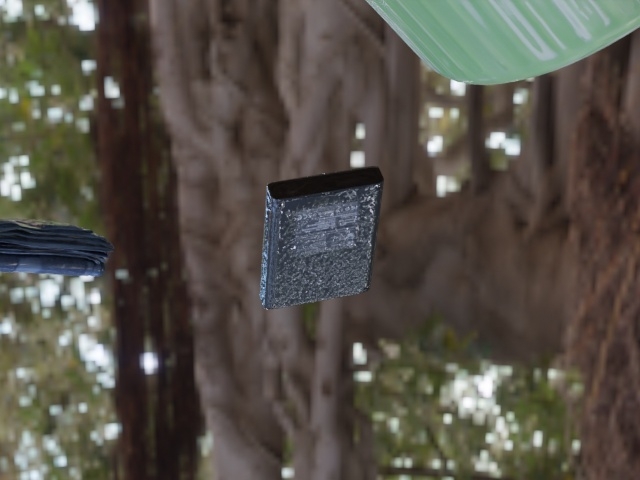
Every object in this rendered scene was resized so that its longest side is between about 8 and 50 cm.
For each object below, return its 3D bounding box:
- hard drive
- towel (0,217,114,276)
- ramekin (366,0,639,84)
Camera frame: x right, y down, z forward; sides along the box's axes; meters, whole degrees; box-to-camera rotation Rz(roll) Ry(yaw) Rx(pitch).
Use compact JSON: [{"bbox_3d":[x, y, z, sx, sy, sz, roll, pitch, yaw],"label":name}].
[{"bbox_3d":[0.000,0.000,1.506,0.094,0.135,0.022,-10,-132,-14],"label":"hard drive"},{"bbox_3d":[-0.178,0.000,0.998,0.119,0.029,0.067,4,-176,-43],"label":"towel"},{"bbox_3d":[0.139,-0.239,1.160,0.303,0.148,0.303,-32,-152,19],"label":"ramekin"}]
